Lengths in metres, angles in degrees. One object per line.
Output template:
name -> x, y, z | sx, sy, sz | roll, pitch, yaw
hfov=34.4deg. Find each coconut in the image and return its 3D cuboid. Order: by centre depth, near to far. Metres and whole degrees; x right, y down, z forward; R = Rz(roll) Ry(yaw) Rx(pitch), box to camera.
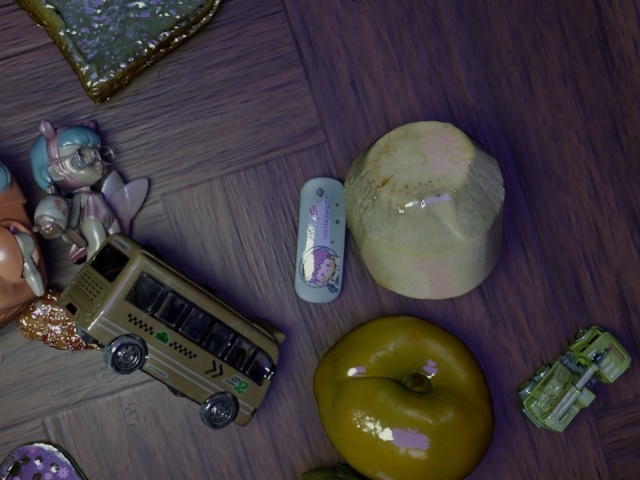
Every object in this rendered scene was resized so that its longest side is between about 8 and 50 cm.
coconut -> 0.142, -0.034, 1.390 | 0.241, 0.241, 0.241 | 0, 90, -4

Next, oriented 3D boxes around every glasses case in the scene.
glasses case -> 0.000, 0.000, 1.459 | 0.067, 0.045, 0.178 | 4, 90, -4

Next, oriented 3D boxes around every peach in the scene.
peach -> 0.111, 0.214, 1.380 | 0.251, 0.153, 0.251 | 7, 46, -8

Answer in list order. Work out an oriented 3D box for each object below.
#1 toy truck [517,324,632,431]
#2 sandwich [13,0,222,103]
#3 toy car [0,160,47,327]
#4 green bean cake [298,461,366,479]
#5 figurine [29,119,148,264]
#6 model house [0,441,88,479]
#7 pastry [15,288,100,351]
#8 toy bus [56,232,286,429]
toy truck -> 0.361, 0.199, 1.459 | 0.169, 0.100, 0.077 | -41, 94, -3
sandwich -> -0.296, -0.376, 1.413 | 0.271, 0.099, 0.301 | -41, 92, -4
toy car -> -0.462, -0.005, 1.317 | 0.212, 0.180, 0.270 | -24, 91, 29
green bean cake -> 0.055, 0.476, 1.399 | 0.285, 0.202, 0.310 | 27, 89, -16
figurine -> -0.329, -0.033, 1.382 | 0.103, 0.205, 0.260 | -17, 89, 35
model house -> -0.436, 0.426, 1.370 | 0.294, 0.154, 0.207 | -34, 94, -3
pastry -> -0.332, 0.111, 1.428 | 0.169, 0.063, 0.087 | 15, 87, -8
toy bus -> -0.186, 0.120, 1.349 | 0.289, 0.139, 0.157 | 38, 84, -33
